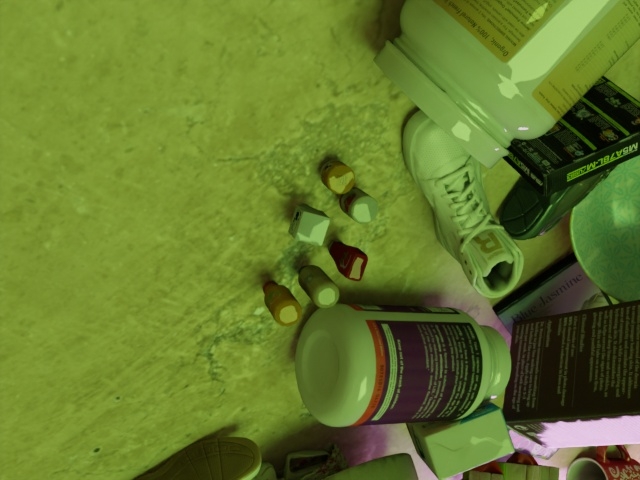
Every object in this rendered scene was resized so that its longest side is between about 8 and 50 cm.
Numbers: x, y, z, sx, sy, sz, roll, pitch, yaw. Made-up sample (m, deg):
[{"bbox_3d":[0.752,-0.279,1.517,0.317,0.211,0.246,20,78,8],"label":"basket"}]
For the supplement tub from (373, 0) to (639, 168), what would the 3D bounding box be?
[{"bbox_3d":[0.236,-0.261,1.037,0.316,0.228,0.228,-47,134,13],"label":"supplement tub"}]

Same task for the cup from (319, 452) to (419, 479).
[{"bbox_3d":[0.053,0.542,1.536,0.331,0.237,0.331,-21,158,-9],"label":"cup"}]

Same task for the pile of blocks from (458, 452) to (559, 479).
[{"bbox_3d":[0.375,0.483,1.857,0.362,0.149,0.113,21,72,-50],"label":"pile of blocks"}]

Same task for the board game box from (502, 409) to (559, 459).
[{"bbox_3d":[0.502,0.292,1.790,0.208,0.056,0.347,25,112,-37],"label":"board game box"}]

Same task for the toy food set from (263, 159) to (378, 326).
[{"bbox_3d":[0.000,0.000,1.243,0.111,0.104,0.232,13,102,-21],"label":"toy food set"}]

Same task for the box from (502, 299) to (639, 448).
[{"bbox_3d":[0.482,0.207,1.413,0.143,0.191,0.381,31,149,-31],"label":"box"}]

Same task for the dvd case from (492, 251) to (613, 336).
[{"bbox_3d":[0.434,0.146,1.607,0.180,0.022,0.253,-36,126,7],"label":"dvd case"}]

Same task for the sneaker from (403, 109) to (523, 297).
[{"bbox_3d":[0.212,-0.044,1.251,0.108,0.169,0.292,-30,134,-1],"label":"sneaker"}]

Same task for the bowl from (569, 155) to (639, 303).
[{"bbox_3d":[0.552,-0.045,1.430,0.156,0.289,0.289,-48,162,-57],"label":"bowl"}]

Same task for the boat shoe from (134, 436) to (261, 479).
[{"bbox_3d":[-0.213,0.403,1.446,0.277,0.098,0.096,-24,136,3],"label":"boat shoe"}]

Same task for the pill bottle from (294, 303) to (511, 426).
[{"bbox_3d":[0.135,0.191,1.397,0.323,0.181,0.181,5,124,-32],"label":"pill bottle"}]

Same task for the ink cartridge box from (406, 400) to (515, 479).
[{"bbox_3d":[0.224,0.319,1.524,0.134,0.231,0.078,-20,91,-4],"label":"ink cartridge box"}]

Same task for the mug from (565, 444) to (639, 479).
[{"bbox_3d":[0.663,0.531,2.040,0.169,0.113,0.150,7,125,-38],"label":"mug"}]

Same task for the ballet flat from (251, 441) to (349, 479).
[{"bbox_3d":[-0.063,0.409,1.557,0.241,0.091,0.077,-15,102,-24],"label":"ballet flat"}]

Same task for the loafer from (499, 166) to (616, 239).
[{"bbox_3d":[0.379,-0.106,1.357,0.084,0.096,0.267,7,132,-46],"label":"loafer"}]

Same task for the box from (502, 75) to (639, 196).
[{"bbox_3d":[0.324,-0.155,1.203,0.184,0.191,0.045,-23,133,-12],"label":"box"}]
